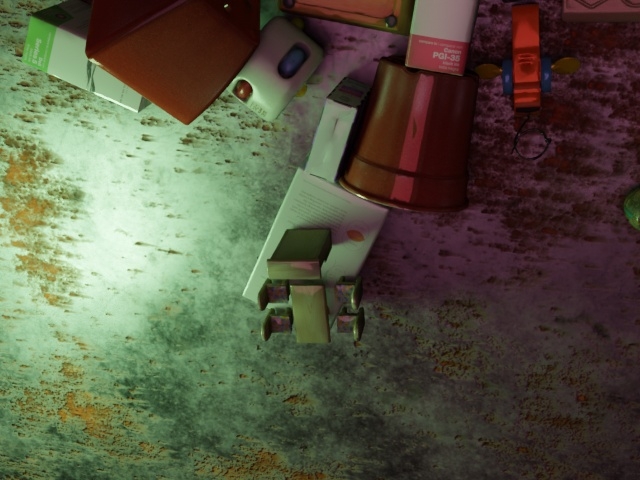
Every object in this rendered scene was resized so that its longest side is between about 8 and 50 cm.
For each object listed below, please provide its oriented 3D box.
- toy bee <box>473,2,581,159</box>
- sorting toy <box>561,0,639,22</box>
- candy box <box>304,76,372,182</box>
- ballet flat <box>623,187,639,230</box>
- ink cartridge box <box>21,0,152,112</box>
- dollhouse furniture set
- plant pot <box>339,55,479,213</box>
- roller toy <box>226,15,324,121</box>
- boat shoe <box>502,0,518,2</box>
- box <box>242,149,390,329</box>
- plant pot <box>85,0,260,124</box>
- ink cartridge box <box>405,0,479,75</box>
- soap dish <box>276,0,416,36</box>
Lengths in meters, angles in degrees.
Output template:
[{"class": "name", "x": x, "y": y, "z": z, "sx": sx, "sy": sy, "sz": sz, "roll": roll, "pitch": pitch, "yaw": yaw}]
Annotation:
[{"class": "toy bee", "x": 0.401, "y": -0.311, "z": 1.764, "sx": 0.195, "sy": 0.162, "sz": 0.298, "roll": 20, "pitch": 92, "yaw": 12}, {"class": "sorting toy", "x": 0.565, "y": -0.521, "z": 1.683, "sx": 0.193, "sy": 0.038, "sz": 0.208, "roll": 3, "pitch": 118, "yaw": 12}, {"class": "candy box", "x": 0.040, "y": -0.234, "z": 1.834, "sx": 0.070, "sy": 0.196, "sz": 0.164, "roll": 20, "pitch": 116, "yaw": 4}, {"class": "ballet flat", "x": 0.800, "y": -0.061, "z": 1.785, "sx": 0.349, "sy": 0.123, "sz": 0.123, "roll": -3, "pitch": 113, "yaw": 13}, {"class": "ink cartridge box", "x": -0.456, "y": -0.396, "z": 1.874, "sx": 0.273, "sy": 0.198, "sz": 0.114, "roll": 25, "pitch": 117, "yaw": 2}, {"class": "dollhouse furniture set", "x": -0.029, "y": 0.117, "z": 1.836, "sx": 0.212, "sy": 0.161, "sz": 0.242, "roll": -1, "pitch": 113, "yaw": 12}, {"class": "plant pot", "x": 0.195, "y": -0.223, "z": 1.780, "sx": 0.272, "sy": 0.272, "sz": 0.265, "roll": 13, "pitch": 109, "yaw": 7}, {"class": "roller toy", "x": -0.091, "y": -0.347, "z": 1.817, "sx": 0.146, "sy": 0.191, "sz": 0.209, "roll": 38, "pitch": 115, "yaw": -7}, {"class": "boat shoe", "x": 0.439, "y": -0.497, "z": 1.680, "sx": 0.224, "sy": 0.080, "sz": 0.073, "roll": 3, "pitch": 137, "yaw": 37}, {"class": "box", "x": 0.000, "y": 0.000, "z": 1.963, "sx": 0.215, "sy": 0.168, "sz": 0.345, "roll": 26, "pitch": 116, "yaw": 0}, {"class": "plant pot", "x": -0.262, "y": -0.434, "z": 1.706, "sx": 0.236, "sy": 0.267, "sz": 0.267, "roll": -25, "pitch": 141, "yaw": 31}, {"class": "ink cartridge box", "x": 0.248, "y": -0.479, "z": 1.673, "sx": 0.117, "sy": 0.207, "sz": 0.283, "roll": 12, "pitch": 115, "yaw": 8}, {"class": "soap dish", "x": 0.059, "y": -0.537, "z": 1.742, "sx": 0.291, "sy": 0.118, "sz": 0.228, "roll": 13, "pitch": 116, "yaw": 8}]
